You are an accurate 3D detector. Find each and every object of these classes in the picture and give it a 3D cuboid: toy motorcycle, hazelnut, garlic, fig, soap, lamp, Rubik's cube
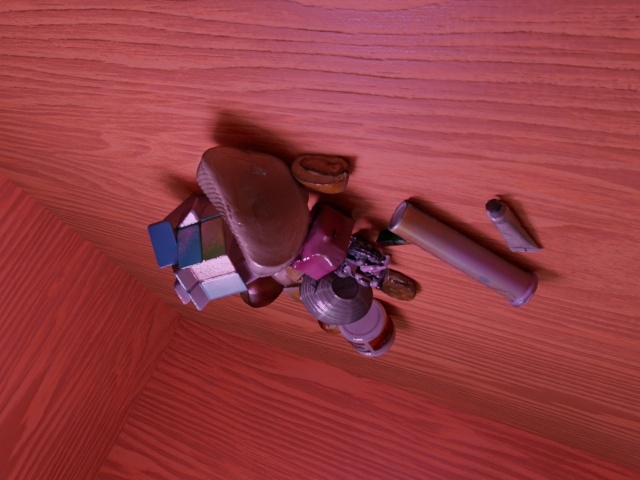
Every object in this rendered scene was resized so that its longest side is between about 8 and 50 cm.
[{"bbox_3d":[0.153,0.072,1.686,0.188,0.143,0.327,23,168,-5],"label":"toy motorcycle"},{"bbox_3d":[-0.256,0.196,2.338,0.208,0.208,0.208,21,157,9],"label":"hazelnut"},{"bbox_3d":[-0.157,0.126,2.192,0.129,0.148,0.266,-19,142,6],"label":"garlic"},{"bbox_3d":[0.111,0.339,2.362,0.257,0.159,0.159,14,167,-38],"label":"fig"},{"bbox_3d":[0.000,0.000,1.612,0.128,0.220,0.325,19,158,-10],"label":"soap"},{"bbox_3d":[0.051,0.190,1.890,0.266,0.232,0.233,0,164,-19],"label":"lamp"},{"bbox_3d":[-0.388,0.023,1.875,0.388,0.368,0.358,5,133,40],"label":"Rubik's cube"},{"bbox_3d":[-0.015,0.211,2.234,0.173,0.089,0.274,36,153,-25],"label":"soap"}]

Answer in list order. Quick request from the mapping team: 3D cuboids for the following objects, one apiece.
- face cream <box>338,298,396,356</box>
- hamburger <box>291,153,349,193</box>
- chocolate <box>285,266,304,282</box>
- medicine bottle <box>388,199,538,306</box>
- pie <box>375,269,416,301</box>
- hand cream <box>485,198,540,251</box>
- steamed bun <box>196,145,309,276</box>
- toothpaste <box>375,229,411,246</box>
[{"bbox_3d":[0.193,0.355,2.194,0.201,0.201,0.187,10,154,30],"label":"face cream"},{"bbox_3d":[0.012,-0.161,1.403,0.176,0.087,0.102,8,151,30],"label":"hamburger"},{"bbox_3d":[-0.084,0.057,1.923,0.134,0.134,0.309,17,160,17],"label":"chocolate"},{"bbox_3d":[0.385,0.034,1.449,0.426,0.108,0.108,30,157,-8],"label":"medicine bottle"},{"bbox_3d":[0.257,0.158,1.908,0.195,0.046,0.195,21,159,9],"label":"pie"},{"bbox_3d":[0.468,-0.028,1.308,0.080,0.050,0.234,1,153,42],"label":"hand cream"},{"bbox_3d":[-0.166,-0.101,1.486,0.383,0.236,0.247,61,164,0],"label":"steamed bun"},{"bbox_3d":[0.241,-0.012,1.558,0.037,0.043,0.179,35,155,-31],"label":"toothpaste"}]
